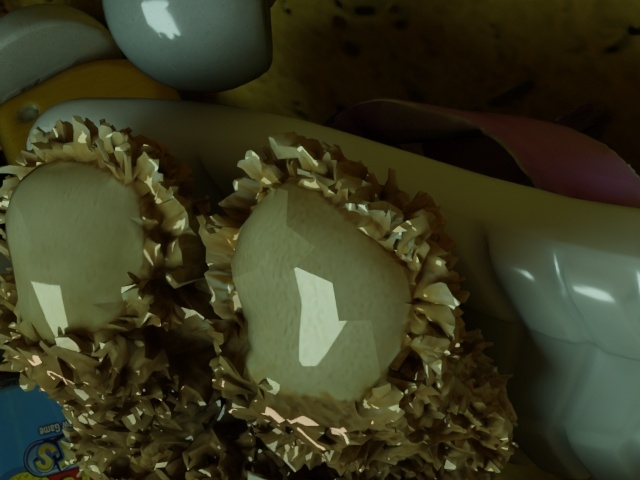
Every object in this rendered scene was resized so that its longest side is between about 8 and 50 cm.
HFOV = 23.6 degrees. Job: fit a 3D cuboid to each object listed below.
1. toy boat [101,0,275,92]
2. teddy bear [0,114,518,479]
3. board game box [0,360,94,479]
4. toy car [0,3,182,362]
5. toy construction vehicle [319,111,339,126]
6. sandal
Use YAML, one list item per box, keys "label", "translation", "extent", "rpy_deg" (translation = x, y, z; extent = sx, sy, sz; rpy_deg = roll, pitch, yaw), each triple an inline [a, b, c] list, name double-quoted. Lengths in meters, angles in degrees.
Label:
- label: "toy boat"
  translation: [-0.130, -0.179, 0.511]
  extent: [0.318, 0.148, 0.267]
  rpy_deg: [41, 106, -15]
- label: "teddy bear"
  translation: [0.008, 0.086, 0.539]
  extent: [0.245, 0.113, 0.338]
  rpy_deg: [-12, 126, 38]
- label: "board game box"
  translation: [-0.192, 0.115, 0.739]
  extent: [0.308, 0.302, 0.086]
  rpy_deg: [-13, 89, 62]
- label: "toy car"
  translation: [-0.140, -0.008, 0.718]
  extent: [0.136, 0.182, 0.159]
  rpy_deg: [73, 171, -56]
- label: "toy construction vehicle"
  translation: [0.000, 0.000, 0.680]
  extent: [0.086, 0.035, 0.098]
  rpy_deg: [53, 147, -3]
- label: "sandal"
  translation: [0.089, 0.009, 0.539]
  extent: [0.416, 0.102, 0.169]
  rpy_deg: [14, 148, 25]
